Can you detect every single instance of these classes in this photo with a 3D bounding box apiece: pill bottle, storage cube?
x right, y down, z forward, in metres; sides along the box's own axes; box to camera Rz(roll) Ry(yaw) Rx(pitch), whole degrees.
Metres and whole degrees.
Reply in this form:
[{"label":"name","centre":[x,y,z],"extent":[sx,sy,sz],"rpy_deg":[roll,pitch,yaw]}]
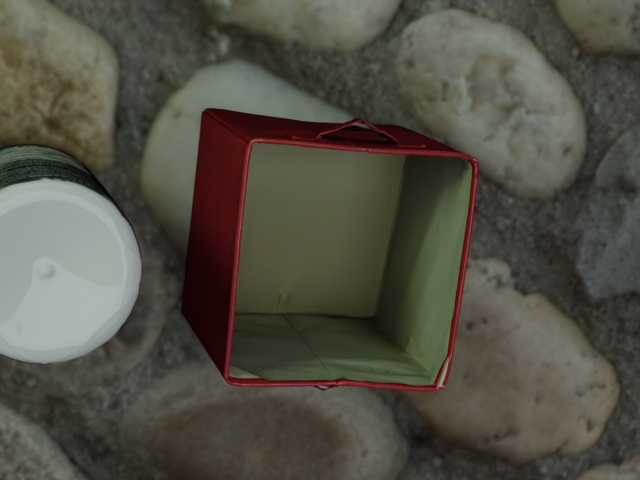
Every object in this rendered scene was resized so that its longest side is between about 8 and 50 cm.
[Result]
[{"label":"pill bottle","centre":[-0.213,-0.001,1.028],"extent":[0.130,0.246,0.130],"rpy_deg":[-3,102,-15]},{"label":"storage cube","centre":[0.000,0.000,1.117],"extent":[0.184,0.193,0.215],"rpy_deg":[3,101,-16]}]
